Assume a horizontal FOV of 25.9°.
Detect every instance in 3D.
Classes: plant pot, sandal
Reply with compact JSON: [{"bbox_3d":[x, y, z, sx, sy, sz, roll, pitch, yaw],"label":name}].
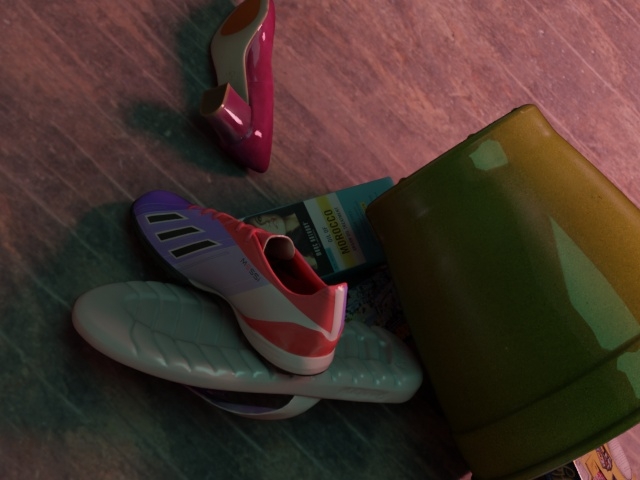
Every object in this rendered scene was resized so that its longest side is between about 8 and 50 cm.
[{"bbox_3d":[0.238,0.046,1.624,0.366,0.366,0.353,-32,88,-36],"label":"plant pot"},{"bbox_3d":[-0.078,0.145,1.555,0.416,0.102,0.169,11,25,-20],"label":"sandal"}]

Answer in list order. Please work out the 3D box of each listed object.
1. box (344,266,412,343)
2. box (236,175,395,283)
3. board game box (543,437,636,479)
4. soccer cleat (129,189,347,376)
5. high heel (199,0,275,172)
[{"bbox_3d":[0.066,0.097,1.716,0.137,0.027,0.094,-30,84,-36],"label":"box"},{"bbox_3d":[0.000,0.000,1.700,0.244,0.060,0.100,-18,78,-35],"label":"box"},{"bbox_3d":[0.344,0.318,1.694,0.243,0.042,0.165,1,63,-66],"label":"board game box"},{"bbox_3d":[-0.089,0.017,1.534,0.109,0.116,0.318,-11,41,-46],"label":"soccer cleat"},{"bbox_3d":[-0.080,-0.202,1.751,0.117,0.082,0.244,51,34,-37],"label":"high heel"}]
